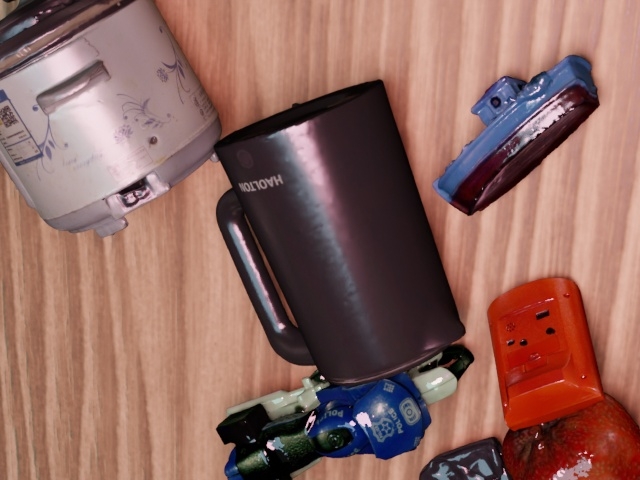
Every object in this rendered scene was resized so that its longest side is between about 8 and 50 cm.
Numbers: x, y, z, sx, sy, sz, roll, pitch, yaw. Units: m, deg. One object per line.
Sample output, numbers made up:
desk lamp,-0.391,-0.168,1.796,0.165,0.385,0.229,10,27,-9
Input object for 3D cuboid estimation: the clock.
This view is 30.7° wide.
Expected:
clock,0.244,0.121,1.304,0.113,0.155,0.061,-25,135,24

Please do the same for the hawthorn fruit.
hawthorn fruit,0.306,0.261,1.329,0.157,0.157,0.194,-30,113,28

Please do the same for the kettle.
kettle,0.000,0.003,1.338,0.262,0.203,0.308,-18,102,13

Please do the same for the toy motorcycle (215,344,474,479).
toy motorcycle,0.028,0.215,1.401,0.331,0.196,0.125,-25,96,26

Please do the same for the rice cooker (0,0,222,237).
rice cooker,-0.273,-0.173,1.357,0.264,0.316,0.316,-28,95,3

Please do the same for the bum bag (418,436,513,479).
bum bag,0.225,0.359,1.439,0.123,0.060,0.248,-30,94,27

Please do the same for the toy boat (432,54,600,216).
toy boat,0.203,-0.122,1.275,0.223,0.100,0.097,-45,62,29
